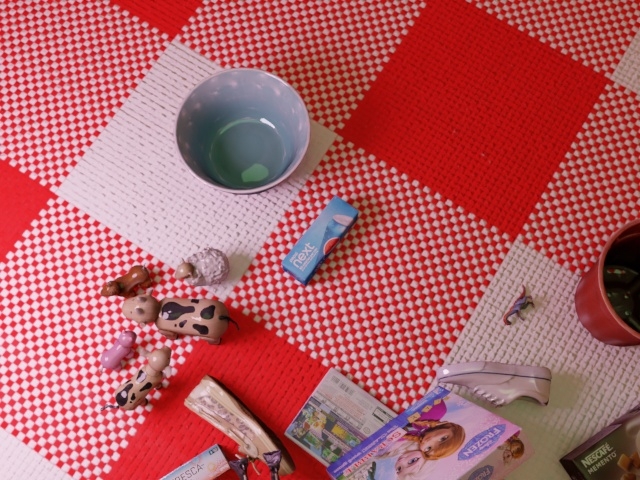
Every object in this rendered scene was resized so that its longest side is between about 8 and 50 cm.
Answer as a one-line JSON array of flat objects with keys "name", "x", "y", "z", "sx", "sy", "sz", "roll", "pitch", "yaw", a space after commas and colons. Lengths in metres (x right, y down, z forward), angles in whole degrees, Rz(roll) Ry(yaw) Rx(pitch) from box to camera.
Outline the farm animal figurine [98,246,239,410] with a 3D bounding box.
[{"name": "farm animal figurine", "x": -0.344, "y": 0.189, "z": 1.657, "sx": 0.326, "sy": 0.172, "sz": 0.330, "roll": -10, "pitch": 75, "yaw": -3}]

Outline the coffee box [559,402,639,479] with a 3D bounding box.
[{"name": "coffee box", "x": 0.661, "y": 0.462, "z": 1.623, "sx": 0.246, "sy": 0.098, "sz": 0.141, "roll": -31, "pitch": 76, "yaw": -9}]

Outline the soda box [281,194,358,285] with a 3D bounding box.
[{"name": "soda box", "x": 0.000, "y": 0.000, "z": 1.767, "sx": 0.071, "sy": 0.067, "sz": 0.210, "roll": 36, "pitch": 78, "yaw": 9}]

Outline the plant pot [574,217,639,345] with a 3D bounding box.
[{"name": "plant pot", "x": 0.691, "y": 0.113, "z": 1.637, "sx": 0.272, "sy": 0.265, "sz": 0.272, "roll": 0, "pitch": 75, "yaw": 0}]

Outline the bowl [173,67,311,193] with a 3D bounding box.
[{"name": "bowl", "x": -0.178, "y": -0.232, "z": 1.783, "sx": 0.311, "sy": 0.163, "sz": 0.312, "roll": 0, "pitch": 75, "yaw": -1}]

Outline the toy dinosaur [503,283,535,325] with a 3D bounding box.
[{"name": "toy dinosaur", "x": 0.454, "y": 0.159, "z": 1.751, "sx": 0.082, "sy": 0.047, "sz": 0.090, "roll": -23, "pitch": 42, "yaw": 2}]

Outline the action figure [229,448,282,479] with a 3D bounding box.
[{"name": "action figure", "x": -0.094, "y": 0.565, "z": 1.511, "sx": 0.164, "sy": 0.141, "sz": 0.276, "roll": -14, "pitch": 77, "yaw": -1}]

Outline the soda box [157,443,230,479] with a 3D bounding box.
[{"name": "soda box", "x": -0.283, "y": 0.512, "z": 1.625, "sx": 0.183, "sy": 0.058, "sz": 0.063, "roll": -30, "pitch": 76, "yaw": -9}]

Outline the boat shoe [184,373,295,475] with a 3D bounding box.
[{"name": "boat shoe", "x": -0.172, "y": 0.415, "z": 1.638, "sx": 0.285, "sy": 0.104, "sz": 0.089, "roll": 41, "pitch": 82, "yaw": 20}]

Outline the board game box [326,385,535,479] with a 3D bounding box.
[{"name": "board game box", "x": 0.205, "y": 0.439, "z": 1.504, "sx": 0.318, "sy": 0.318, "sz": 0.066, "roll": -33, "pitch": 105, "yaw": -16}]

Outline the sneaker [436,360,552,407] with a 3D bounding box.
[{"name": "sneaker", "x": 0.384, "y": 0.319, "z": 1.664, "sx": 0.258, "sy": 0.094, "sz": 0.091, "roll": 3, "pitch": 70, "yaw": 0}]

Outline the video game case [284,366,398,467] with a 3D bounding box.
[{"name": "video game case", "x": 0.053, "y": 0.413, "z": 1.674, "sx": 0.201, "sy": 0.023, "sz": 0.183, "roll": 35, "pitch": 77, "yaw": 8}]
